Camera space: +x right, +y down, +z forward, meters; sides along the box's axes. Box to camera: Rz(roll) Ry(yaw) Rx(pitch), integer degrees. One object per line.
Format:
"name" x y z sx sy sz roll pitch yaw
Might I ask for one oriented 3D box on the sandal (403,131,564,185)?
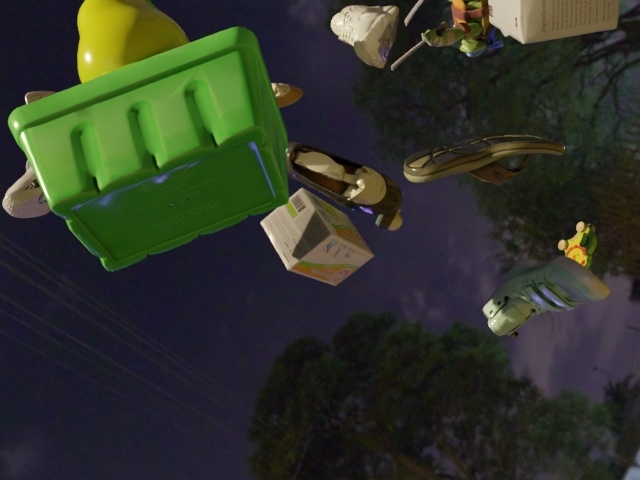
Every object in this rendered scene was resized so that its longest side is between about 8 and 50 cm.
"sandal" 0.300 -0.142 1.093 0.302 0.120 0.086 -13 -69 -6

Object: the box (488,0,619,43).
"box" 0.291 -0.365 0.753 0.181 0.118 0.182 -86 -13 -62

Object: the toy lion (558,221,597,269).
"toy lion" 0.568 0.024 1.287 0.034 0.096 0.100 13 -45 -17

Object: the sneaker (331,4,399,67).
"sneaker" 0.070 -0.363 1.031 0.232 0.115 0.091 -65 -16 -62

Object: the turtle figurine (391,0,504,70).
"turtle figurine" 0.231 -0.481 1.160 0.198 0.274 0.266 -47 -36 -30

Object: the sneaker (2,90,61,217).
"sneaker" -0.646 -0.215 1.384 0.366 0.210 0.137 -55 3 -40

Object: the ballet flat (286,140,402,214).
"ballet flat" 0.045 -0.119 1.161 0.280 0.096 0.095 18 -94 -13

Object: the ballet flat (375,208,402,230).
"ballet flat" 0.204 -0.066 1.693 0.203 0.074 0.074 -43 -30 -77

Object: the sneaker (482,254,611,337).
"sneaker" 0.358 0.107 0.963 0.151 0.094 0.256 -49 3 -6

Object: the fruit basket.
"fruit basket" -0.251 -0.192 0.888 0.392 0.392 0.283 -48 -31 -20

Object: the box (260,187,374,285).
"box" 0.000 0.000 1.104 0.103 0.114 0.203 -39 -25 14

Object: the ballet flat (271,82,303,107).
"ballet flat" -0.149 -0.421 1.731 0.232 0.080 0.073 -31 -37 -24
